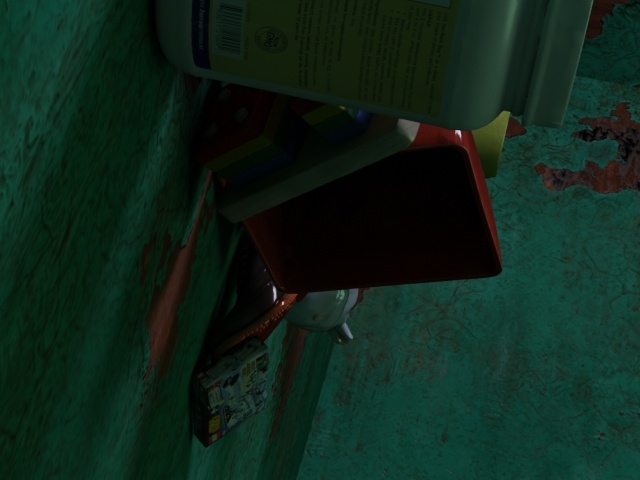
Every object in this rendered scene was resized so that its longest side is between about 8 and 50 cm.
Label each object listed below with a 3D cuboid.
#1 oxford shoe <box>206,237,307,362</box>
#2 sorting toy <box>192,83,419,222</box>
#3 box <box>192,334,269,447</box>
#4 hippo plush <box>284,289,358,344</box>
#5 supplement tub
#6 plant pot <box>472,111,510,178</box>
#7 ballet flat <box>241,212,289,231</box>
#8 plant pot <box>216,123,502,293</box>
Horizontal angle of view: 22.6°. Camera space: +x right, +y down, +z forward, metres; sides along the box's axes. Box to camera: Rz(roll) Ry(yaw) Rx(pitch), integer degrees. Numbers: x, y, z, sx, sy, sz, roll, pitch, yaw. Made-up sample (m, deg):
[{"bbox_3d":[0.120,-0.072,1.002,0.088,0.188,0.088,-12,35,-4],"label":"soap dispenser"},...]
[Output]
[{"bbox_3d":[-0.077,0.058,1.959,0.097,0.098,0.271,-51,177,40],"label":"oxford shoe"},{"bbox_3d":[0.000,-0.173,1.539,0.257,0.089,0.255,-22,-141,45],"label":"sorting toy"},{"bbox_3d":[-0.106,0.179,1.887,0.094,0.027,0.137,-32,151,-25],"label":"box"},{"bbox_3d":[0.000,0.000,2.220,0.236,0.234,0.294,-52,171,5],"label":"hippo plush"},{"bbox_3d":[0.053,-0.222,1.292,0.241,0.331,0.241,12,90,-85],"label":"supplement tub"},{"bbox_3d":[0.159,-0.202,2.615,0.275,0.293,0.275,12,90,-85],"label":"plant pot"},{"bbox_3d":[-0.040,-0.066,1.996,0.067,0.073,0.206,-33,-160,27],"label":"ballet flat"},{"bbox_3d":[0.055,-0.115,1.803,0.267,0.267,0.236,65,24,-55],"label":"plant pot"}]
